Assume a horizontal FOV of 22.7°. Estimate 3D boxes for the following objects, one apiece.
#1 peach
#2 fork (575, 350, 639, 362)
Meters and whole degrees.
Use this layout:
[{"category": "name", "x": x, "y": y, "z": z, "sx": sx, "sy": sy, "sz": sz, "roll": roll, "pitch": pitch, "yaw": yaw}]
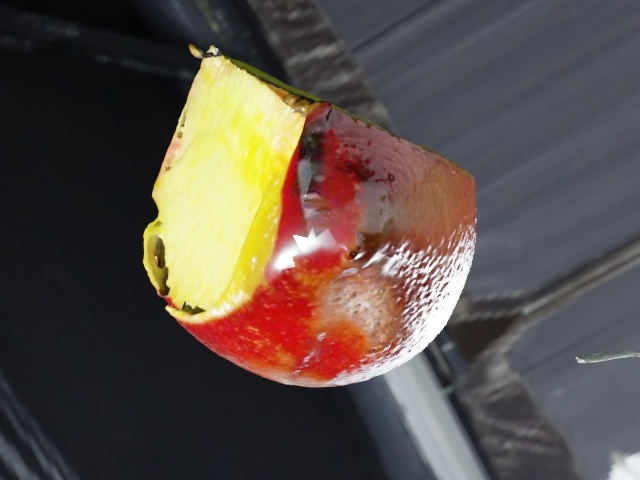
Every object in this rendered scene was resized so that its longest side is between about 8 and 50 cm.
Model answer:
[{"category": "peach", "x": 0.005, "y": 0.001, "z": 0.859, "sx": 0.154, "sy": 0.158, "sz": 0.267, "roll": 17, "pitch": -174, "yaw": -24}, {"category": "fork", "x": 0.290, "y": 0.108, "z": 1.514, "sx": 0.115, "sy": 0.012, "sz": 0.016, "roll": -7, "pitch": -149, "yaw": -27}]
